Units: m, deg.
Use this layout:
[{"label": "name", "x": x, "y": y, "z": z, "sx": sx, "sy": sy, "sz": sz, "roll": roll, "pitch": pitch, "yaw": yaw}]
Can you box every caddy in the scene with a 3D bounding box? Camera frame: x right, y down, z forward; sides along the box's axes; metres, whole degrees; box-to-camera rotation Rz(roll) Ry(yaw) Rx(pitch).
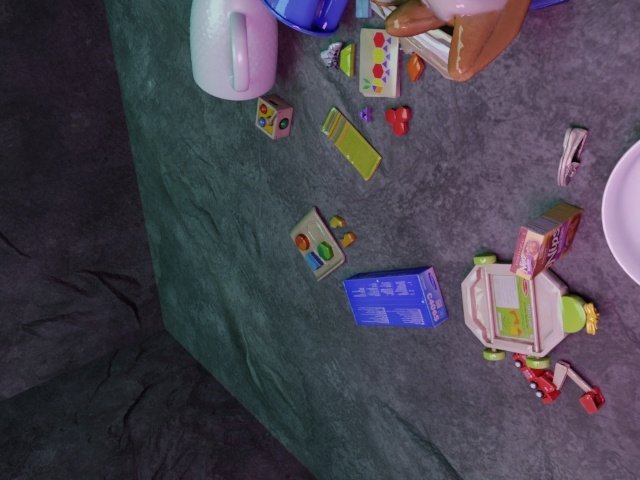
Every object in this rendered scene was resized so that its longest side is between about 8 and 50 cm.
[{"label": "caddy", "x": -0.071, "y": -0.695, "z": 1.363, "sx": 0.341, "sy": 0.241, "sz": 0.179, "roll": 55, "pitch": 138, "yaw": 18}]

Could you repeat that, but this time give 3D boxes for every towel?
[{"label": "towel", "x": 0.092, "y": -0.297, "z": 1.549, "sx": 0.237, "sy": 0.021, "sz": 0.102, "roll": 51, "pitch": 142, "yaw": 20}]

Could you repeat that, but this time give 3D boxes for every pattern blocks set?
[{"label": "pattern blocks set", "x": 0.160, "y": -0.473, "z": 1.362, "sx": 0.285, "sy": 0.026, "sz": 0.325, "roll": 34, "pitch": 132, "yaw": 37}]

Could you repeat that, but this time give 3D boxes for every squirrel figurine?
[{"label": "squirrel figurine", "x": 0.266, "y": -0.560, "z": 0.981, "sx": 0.281, "sy": 0.397, "sz": 0.370, "roll": 48, "pitch": -176, "yaw": -32}]

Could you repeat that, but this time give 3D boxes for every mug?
[{"label": "mug", "x": -0.255, "y": -0.613, "z": 1.528, "sx": 0.328, "sy": 0.275, "sz": 0.375, "roll": 103, "pitch": 160, "yaw": -52}]

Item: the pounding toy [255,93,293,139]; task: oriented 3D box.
[{"label": "pounding toy", "x": -0.161, "y": -0.425, "z": 1.735, "sx": 0.141, "sy": 0.100, "sz": 0.130, "roll": 42, "pitch": 138, "yaw": 30}]

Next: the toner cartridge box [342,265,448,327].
[{"label": "toner cartridge box", "x": 0.224, "y": 0.181, "z": 1.585, "sx": 0.347, "sy": 0.075, "sz": 0.165, "roll": -10, "pitch": 101, "yaw": 54}]

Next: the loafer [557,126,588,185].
[{"label": "loafer", "x": 0.523, "y": -0.171, "z": 1.049, "sx": 0.039, "sy": 0.045, "sz": 0.125, "roll": 18, "pitch": 119, "yaw": 39}]

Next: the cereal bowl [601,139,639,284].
[{"label": "cereal bowl", "x": 0.669, "y": -0.054, "z": 0.839, "sx": 0.338, "sy": 0.141, "sz": 0.339, "roll": 27, "pitch": 127, "yaw": 41}]

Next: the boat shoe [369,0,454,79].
[{"label": "boat shoe", "x": 0.227, "y": -0.487, "z": 1.187, "sx": 0.302, "sy": 0.113, "sz": 0.103, "roll": 43, "pitch": 142, "yaw": 20}]

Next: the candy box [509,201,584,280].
[{"label": "candy box", "x": 0.480, "y": -0.001, "z": 1.069, "sx": 0.053, "sy": 0.186, "sz": 0.109, "roll": 31, "pitch": 131, "yaw": 40}]

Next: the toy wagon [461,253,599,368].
[{"label": "toy wagon", "x": 0.496, "y": 0.167, "z": 1.212, "sx": 0.344, "sy": 0.068, "sz": 0.268, "roll": -1, "pitch": 98, "yaw": 51}]

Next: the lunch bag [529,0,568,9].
[{"label": "lunch bag", "x": 0.436, "y": -0.486, "z": 0.971, "sx": 0.098, "sy": 0.065, "sz": 0.067, "roll": 7, "pitch": 114, "yaw": 51}]

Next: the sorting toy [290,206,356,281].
[{"label": "sorting toy", "x": 0.000, "y": 0.000, "z": 1.803, "sx": 0.229, "sy": 0.041, "sz": 0.307, "roll": 61, "pitch": 144, "yaw": 9}]

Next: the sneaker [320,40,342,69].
[{"label": "sneaker", "x": 0.042, "y": -0.534, "z": 1.476, "sx": 0.098, "sy": 0.038, "sz": 0.069, "roll": -10, "pitch": 102, "yaw": 63}]

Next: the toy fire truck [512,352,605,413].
[{"label": "toy fire truck", "x": 0.579, "y": 0.337, "z": 1.239, "sx": 0.192, "sy": 0.047, "sz": 0.135, "roll": 58, "pitch": 143, "yaw": 14}]
